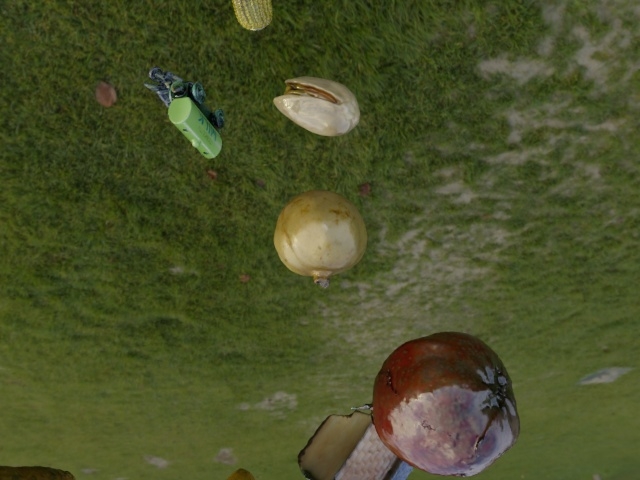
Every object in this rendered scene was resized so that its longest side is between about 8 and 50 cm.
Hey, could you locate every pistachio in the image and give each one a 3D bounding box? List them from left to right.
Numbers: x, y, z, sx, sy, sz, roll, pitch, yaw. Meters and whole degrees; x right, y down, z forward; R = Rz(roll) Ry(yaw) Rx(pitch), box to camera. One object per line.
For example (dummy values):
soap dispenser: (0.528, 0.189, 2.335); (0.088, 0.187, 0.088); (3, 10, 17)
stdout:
pistachio: (-0.006, -0.465, 1.598); (0.299, 0.187, 0.187); (23, 145, 15)

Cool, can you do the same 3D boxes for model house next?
model house: (0.076, 0.454, 0.911); (0.172, 0.166, 0.183); (46, 155, -10)

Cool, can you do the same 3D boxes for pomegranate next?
pomegranate: (0.000, 0.000, 1.588); (0.342, 0.343, 0.342); (-5, 143, -4)

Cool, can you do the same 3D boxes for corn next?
corn: (-0.129, -0.468, 0.788); (0.072, 0.072, 0.203); (-8, 129, 0)

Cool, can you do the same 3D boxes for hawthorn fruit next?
hawthorn fruit: (0.141, 0.216, 0.624); (0.235, 0.181, 0.181); (-19, 145, 41)

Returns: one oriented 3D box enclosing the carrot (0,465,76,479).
carrot: (-0.371, 0.257, 0.471); (0.066, 0.066, 0.314); (-17, 153, 12)

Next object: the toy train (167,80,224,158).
toy train: (-0.358, -0.342, 1.338); (0.105, 0.157, 0.253); (-4, 163, 11)

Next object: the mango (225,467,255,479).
mango: (-0.246, 0.649, 1.047); (0.262, 0.157, 0.109); (-46, 149, -21)

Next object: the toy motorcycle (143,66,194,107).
toy motorcycle: (-0.560, -0.558, 1.706); (0.193, 0.061, 0.124); (9, 111, -51)
